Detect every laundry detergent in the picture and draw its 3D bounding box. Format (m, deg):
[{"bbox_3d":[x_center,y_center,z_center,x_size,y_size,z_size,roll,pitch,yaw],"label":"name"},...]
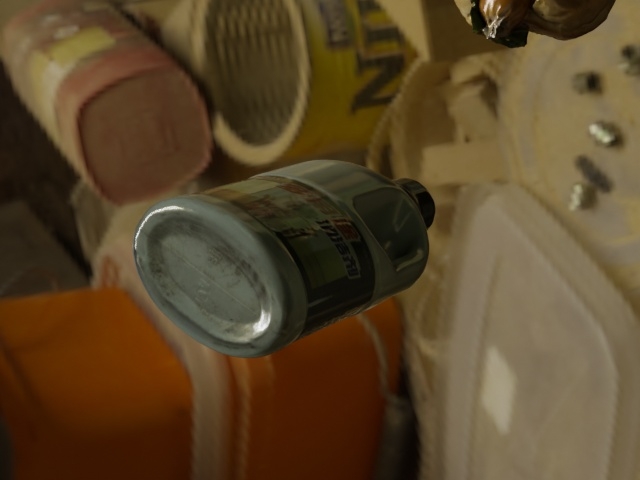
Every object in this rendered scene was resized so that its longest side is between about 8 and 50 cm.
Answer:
[{"bbox_3d":[0.000,0.000,0.833,0.099,0.226,0.070,29,112,22],"label":"laundry detergent"}]

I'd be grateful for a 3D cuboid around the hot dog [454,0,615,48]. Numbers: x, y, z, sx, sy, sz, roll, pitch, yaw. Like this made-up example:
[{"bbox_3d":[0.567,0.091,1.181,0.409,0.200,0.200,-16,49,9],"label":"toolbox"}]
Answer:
[{"bbox_3d":[0.145,-0.208,0.855,0.104,0.250,0.076,13,149,37],"label":"hot dog"}]
